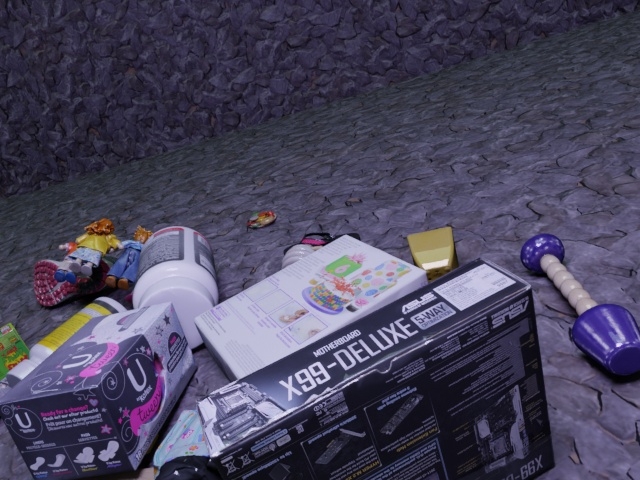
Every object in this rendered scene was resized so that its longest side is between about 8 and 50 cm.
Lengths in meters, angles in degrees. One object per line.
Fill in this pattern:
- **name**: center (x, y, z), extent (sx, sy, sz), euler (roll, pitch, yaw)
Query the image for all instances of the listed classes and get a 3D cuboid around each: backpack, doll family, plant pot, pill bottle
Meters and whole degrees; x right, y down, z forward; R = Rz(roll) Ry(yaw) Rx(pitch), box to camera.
- **backpack**: center (-0.123, 0.262, 0.591), extent (0.115, 0.151, 0.182), euler (-5, 15, 7)
- **doll family**: center (-0.462, 0.031, 1.155), extent (0.263, 0.118, 0.163), euler (21, 42, -12)
- **plant pot**: center (0.204, 0.038, 0.892), extent (0.081, 0.081, 0.083), euler (-12, 37, 12)
- **pill bottle**: center (-0.453, 0.210, 0.933), extent (0.119, 0.119, 0.208), euler (0, 31, 34)
- **pill bottle**: center (-0.290, 0.091, 1.014), extent (0.161, 0.161, 0.283), euler (-21, 26, -6)

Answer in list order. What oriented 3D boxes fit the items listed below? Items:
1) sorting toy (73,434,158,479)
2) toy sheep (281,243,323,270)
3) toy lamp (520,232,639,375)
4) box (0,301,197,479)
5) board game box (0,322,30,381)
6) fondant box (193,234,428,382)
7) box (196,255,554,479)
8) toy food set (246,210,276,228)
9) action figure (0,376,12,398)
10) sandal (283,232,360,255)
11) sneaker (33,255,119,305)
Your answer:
- **sorting toy**: center (-0.279, 0.349, 0.643), extent (0.229, 0.041, 0.307), euler (-14, 19, 8)
- **toy sheep**: center (-0.036, 0.055, 1.011), extent (0.091, 0.091, 0.132), euler (-9, 34, 19)
- **toy lamp**: center (0.361, 0.081, 0.707), extent (0.080, 0.080, 0.274), euler (-14, 23, 9)
- **box**: center (-0.318, 0.215, 0.765), extent (0.164, 0.142, 0.247), euler (-13, 18, 11)
- **board game box**: center (-0.696, 0.260, 1.026), extent (0.181, 0.092, 0.043), euler (-35, 30, -31)
- **fondant box**: center (-0.014, 0.127, 0.839), extent (0.330, 0.096, 0.238), euler (-29, 28, -20)
- **box**: center (0.074, 0.190, 0.486), extent (0.308, 0.242, 0.076), euler (-25, 27, -12)
- **toy food set**: center (-0.162, -0.058, 1.388), extent (0.083, 0.020, 0.083), euler (-12, 27, 13)
- **action figure**: center (-0.667, 0.327, 0.873), extent (0.185, 0.099, 0.285), euler (-4, 24, 46)
- **sandal**: center (0.000, 0.000, 1.142), extent (0.179, 0.040, 0.067), euler (-12, 26, 13)
- **sneaker**: center (-0.626, 0.102, 1.296), extent (0.299, 0.120, 0.112), euler (-6, -1, 26)
